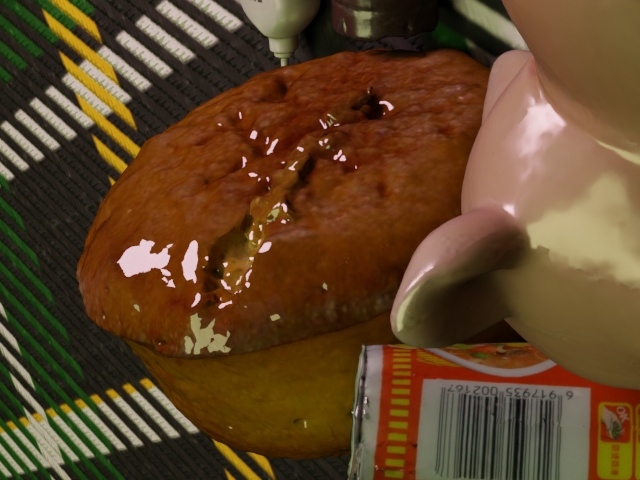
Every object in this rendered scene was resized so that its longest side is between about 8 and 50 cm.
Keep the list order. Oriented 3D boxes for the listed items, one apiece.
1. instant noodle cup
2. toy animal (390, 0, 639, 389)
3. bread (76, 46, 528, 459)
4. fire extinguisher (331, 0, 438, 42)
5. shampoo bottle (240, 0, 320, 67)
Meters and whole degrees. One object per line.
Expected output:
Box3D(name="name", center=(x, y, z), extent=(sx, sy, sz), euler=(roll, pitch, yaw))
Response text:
Box3D(name="instant noodle cup", center=(0.119, 0.132, 0.864), extent=(0.193, 0.212, 0.193), euler=(6, -90, -90))
Box3D(name="toy animal", center=(0.161, -0.073, 0.722), extent=(0.269, 0.237, 0.326), euler=(-17, 116, 27))
Box3D(name="bread", center=(0.002, 0.002, 1.029), extent=(0.312, 0.312, 0.172), euler=(19, 139, 49))
Box3D(name="fire extinguisher", center=(0.049, -0.256, 1.001), extent=(0.089, 0.072, 0.268), euler=(11, 120, 21))
Box3D(name="shampoo bottle", center=(-0.030, -0.181, 1.173), extent=(0.077, 0.045, 0.152), euler=(25, 128, 46))
